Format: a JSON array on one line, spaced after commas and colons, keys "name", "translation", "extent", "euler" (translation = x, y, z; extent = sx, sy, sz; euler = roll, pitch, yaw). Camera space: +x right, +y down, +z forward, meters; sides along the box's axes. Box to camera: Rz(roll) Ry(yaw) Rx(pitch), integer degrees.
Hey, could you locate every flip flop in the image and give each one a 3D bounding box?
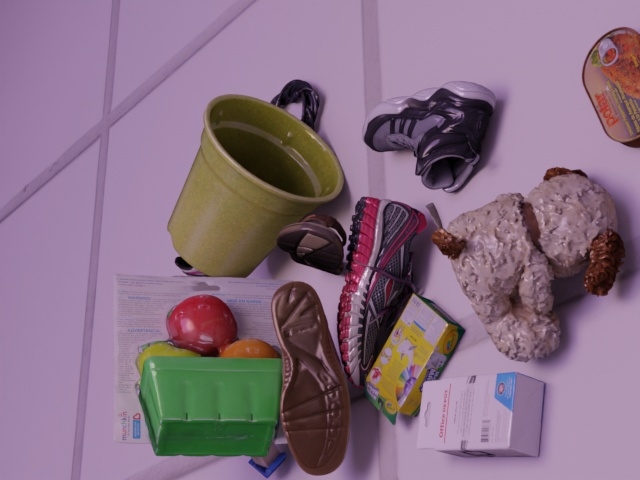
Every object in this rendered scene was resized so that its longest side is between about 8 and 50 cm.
[{"name": "flip flop", "translation": [0.000, 0.000, 1.964], "extent": [0.277, 0.112, 0.080], "euler": [59, -126, -79]}]

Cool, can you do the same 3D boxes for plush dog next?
[{"name": "plush dog", "translation": [0.285, -0.005, 1.614], "extent": [0.225, 0.210, 0.262], "euler": [-27, 48, 15]}]

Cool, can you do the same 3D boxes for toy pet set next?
[{"name": "toy pet set", "translation": [-0.061, 0.338, 2.027], "extent": [0.114, 0.065, 0.122], "euler": [-45, 32, -26]}]

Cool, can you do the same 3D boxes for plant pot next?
[{"name": "plant pot", "translation": [-0.139, -0.075, 2.157], "extent": [0.254, 0.276, 0.276], "euler": [-55, 36, 30]}]

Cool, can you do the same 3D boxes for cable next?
[{"name": "cable", "translation": [-0.059, -0.235, 2.323], "extent": [0.184, 0.047, 0.150], "euler": [-41, 38, 39]}]

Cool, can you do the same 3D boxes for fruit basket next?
[{"name": "fruit basket", "translation": [-0.184, 0.199, 2.029], "extent": [0.353, 0.327, 0.165], "euler": [-103, 20, -48]}]

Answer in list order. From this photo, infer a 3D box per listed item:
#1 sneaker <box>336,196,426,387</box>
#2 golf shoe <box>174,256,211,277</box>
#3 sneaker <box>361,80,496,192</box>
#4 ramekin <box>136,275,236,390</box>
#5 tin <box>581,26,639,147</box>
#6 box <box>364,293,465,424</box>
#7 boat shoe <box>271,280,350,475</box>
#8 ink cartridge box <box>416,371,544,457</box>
[{"name": "sneaker", "translation": [0.091, 0.085, 1.888], "extent": [0.121, 0.112, 0.299], "euler": [-128, 47, -81]}, {"name": "golf shoe", "translation": [-0.205, 0.029, 2.344], "extent": [0.186, 0.086, 0.067], "euler": [-30, 49, 39]}, {"name": "sneaker", "translation": [0.157, -0.149, 1.914], "extent": [0.269, 0.101, 0.153], "euler": [-15, 58, 48]}, {"name": "ramekin", "translation": [-0.261, 0.190, 2.301], "extent": [0.273, 0.127, 0.272], "euler": [-29, 51, 43]}, {"name": "tin", "translation": [0.417, -0.207, 1.643], "extent": [0.106, 0.040, 0.189], "euler": [-40, 43, 31]}, {"name": "box", "translation": [0.137, 0.183, 1.827], "extent": [0.179, 0.043, 0.105], "euler": [-60, 36, 10]}, {"name": "boat shoe", "translation": [-0.011, 0.217, 1.894], "extent": [0.109, 0.098, 0.302], "euler": [-14, 73, 7]}, {"name": "ink cartridge box", "translation": [0.218, 0.242, 1.665], "extent": [0.180, 0.060, 0.104], "euler": [-13, 64, 51]}]
